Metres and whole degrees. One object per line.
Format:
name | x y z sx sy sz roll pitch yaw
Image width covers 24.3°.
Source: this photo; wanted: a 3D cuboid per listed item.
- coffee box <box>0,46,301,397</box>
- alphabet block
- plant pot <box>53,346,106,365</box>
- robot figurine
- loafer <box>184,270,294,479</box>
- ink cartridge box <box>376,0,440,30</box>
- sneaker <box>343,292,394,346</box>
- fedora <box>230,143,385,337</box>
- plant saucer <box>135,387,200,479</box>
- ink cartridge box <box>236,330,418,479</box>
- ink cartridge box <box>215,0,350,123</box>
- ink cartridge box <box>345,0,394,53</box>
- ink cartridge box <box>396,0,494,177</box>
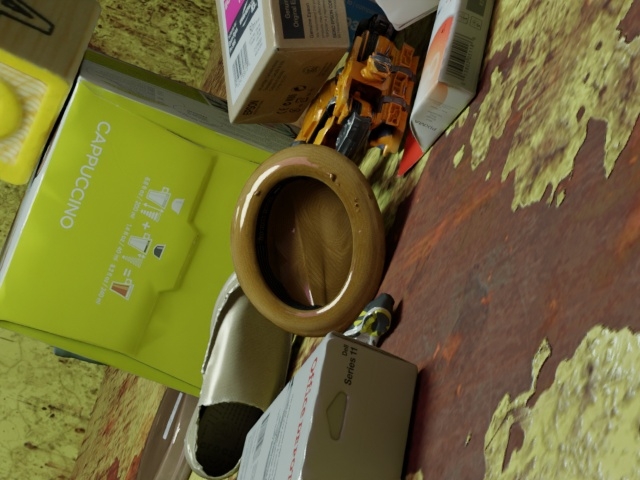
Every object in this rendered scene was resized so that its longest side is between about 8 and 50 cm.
coffee box | -0.223 -0.029 1.988 0.334 0.338 0.338 -117 49 -74
alphabet block | -0.411 -0.223 1.882 0.197 0.193 0.192 -82 19 -51
plant pot | -0.269 0.073 2.315 0.293 0.196 0.293 -161 90 -90
robot figurine | 0.028 -0.116 1.637 0.291 0.085 0.211 127 159 -56
loafer | -0.085 0.156 1.671 0.092 0.101 0.269 -118 41 -73
ink cartridge box | 0.078 -0.360 1.578 0.100 0.172 0.237 -26 30 19
sneaker | 0.048 0.078 1.372 0.083 0.031 0.035 -46 12 52
fedora | 0.000 0.000 1.504 0.079 0.194 0.194 -3 -58 -58
plant saucer | -0.211 0.280 2.144 0.278 0.041 0.278 -158 90 -78
ink cartridge box | -0.004 0.195 1.248 0.208 0.086 0.153 125 162 -52
ink cartridge box | -0.048 -0.256 1.646 0.235 0.088 0.193 132 132 -67
ink cartridge box | 0.063 -0.397 1.846 0.223 0.129 0.307 -112 45 -72
ink cartridge box | 0.109 -0.164 1.463 0.179 0.045 0.145 -45 26 57
